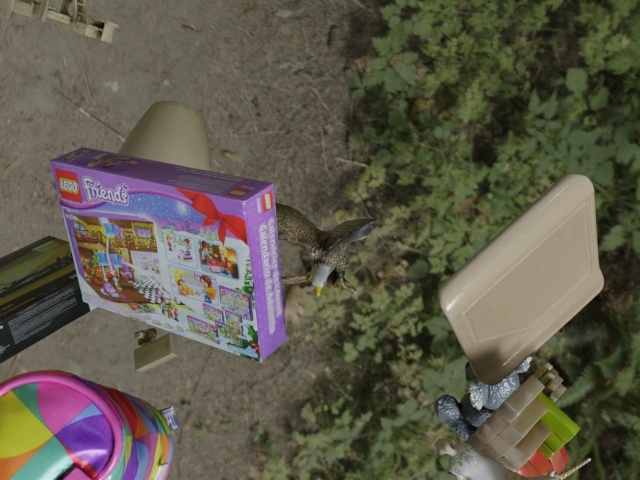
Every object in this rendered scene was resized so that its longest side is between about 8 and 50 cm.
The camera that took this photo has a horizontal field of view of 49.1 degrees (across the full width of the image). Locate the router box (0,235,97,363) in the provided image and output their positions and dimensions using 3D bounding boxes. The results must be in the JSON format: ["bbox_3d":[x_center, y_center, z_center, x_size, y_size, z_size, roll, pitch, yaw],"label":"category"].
[{"bbox_3d":[-0.580,0.105,1.372,0.309,0.243,0.081,-35,128,-45],"label":"router box"}]

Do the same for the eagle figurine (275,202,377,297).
[{"bbox_3d":[0.002,0.009,1.470,0.226,0.225,0.298,-25,143,-8],"label":"eagle figurine"}]

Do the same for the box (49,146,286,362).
[{"bbox_3d":[-0.180,0.010,0.826,0.057,0.293,0.201,-39,134,-49],"label":"box"}]

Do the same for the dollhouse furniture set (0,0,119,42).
[{"bbox_3d":[-0.540,-0.500,1.471,0.182,0.161,0.101,-11,121,-68],"label":"dollhouse furniture set"}]

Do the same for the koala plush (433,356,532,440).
[{"bbox_3d":[0.373,0.326,1.504,0.196,0.203,0.221,-31,139,-23],"label":"koala plush"}]

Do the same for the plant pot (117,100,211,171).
[{"bbox_3d":[-0.342,-0.156,1.528,0.256,0.256,0.274,21,68,-31],"label":"plant pot"}]

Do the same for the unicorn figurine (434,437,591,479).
[{"bbox_3d":[0.193,0.253,0.747,0.111,0.162,0.060,66,39,-57],"label":"unicorn figurine"}]

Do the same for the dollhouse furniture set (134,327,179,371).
[{"bbox_3d":[-0.342,0.218,1.633,0.144,0.151,0.123,-27,150,25],"label":"dollhouse furniture set"}]

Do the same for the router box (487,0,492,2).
[{"bbox_3d":[0.328,-0.490,1.228,0.122,0.038,0.092,-27,92,18],"label":"router box"}]

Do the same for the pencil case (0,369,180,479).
[{"bbox_3d":[-0.161,0.149,0.488,0.104,0.104,0.236,-27,166,-9],"label":"pencil case"}]

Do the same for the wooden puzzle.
[{"bbox_3d":[0.248,0.053,0.853,0.221,0.044,0.238,-41,138,-5],"label":"wooden puzzle"}]

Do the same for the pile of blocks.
[{"bbox_3d":[0.296,0.251,0.934,0.149,0.112,0.362,-49,160,10],"label":"pile of blocks"}]
